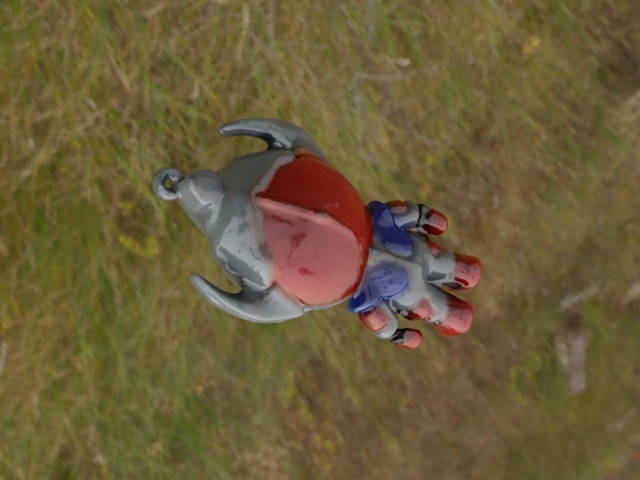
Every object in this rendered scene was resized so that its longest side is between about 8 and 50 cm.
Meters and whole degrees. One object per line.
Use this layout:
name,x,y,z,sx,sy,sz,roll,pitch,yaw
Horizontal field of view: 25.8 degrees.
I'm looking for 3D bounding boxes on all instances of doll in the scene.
doll,0.000,-0.001,0.732,0.195,0.062,0.104,21,87,-27
